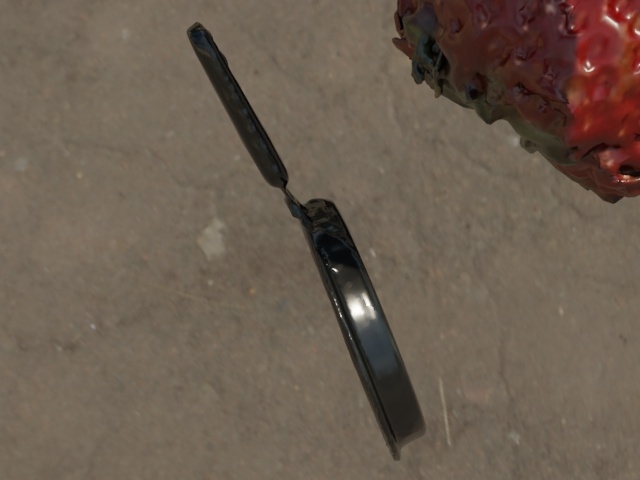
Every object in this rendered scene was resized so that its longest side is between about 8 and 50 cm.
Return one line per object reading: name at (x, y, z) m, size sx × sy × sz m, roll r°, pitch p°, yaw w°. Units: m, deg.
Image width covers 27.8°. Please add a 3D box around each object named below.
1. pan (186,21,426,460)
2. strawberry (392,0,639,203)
pan at (0.000, 0.000, 0.600) m, size 0.028 × 0.235 × 0.136 m, roll -25°, pitch 28°, yaw 0°
strawberry at (0.207, -0.227, 0.921) m, size 0.312 × 0.267 × 0.351 m, roll 46°, pitch 115°, yaw 33°
